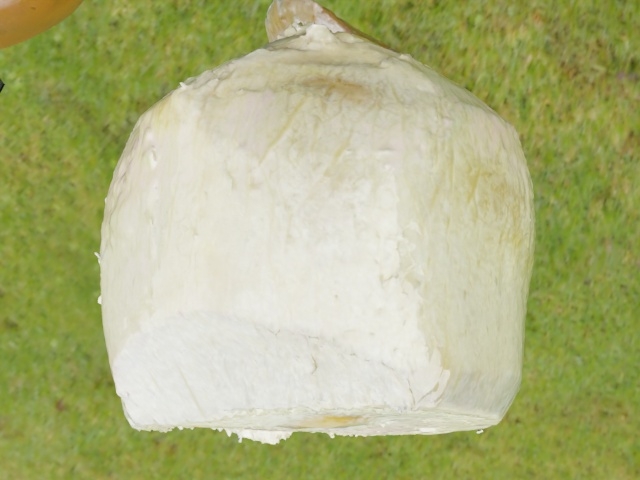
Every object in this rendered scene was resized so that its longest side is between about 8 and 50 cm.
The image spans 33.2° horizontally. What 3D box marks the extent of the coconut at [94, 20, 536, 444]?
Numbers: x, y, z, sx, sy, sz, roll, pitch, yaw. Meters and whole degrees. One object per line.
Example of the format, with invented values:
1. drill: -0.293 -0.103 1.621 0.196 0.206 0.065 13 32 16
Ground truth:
1. coconut: 0.000 0.000 0.706 0.297 0.254 0.297 -3 166 -1

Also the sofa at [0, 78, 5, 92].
1. sofa: -0.356 -0.104 0.968 0.085 0.147 0.060 1 140 22

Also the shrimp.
1. shrimp: 0.025 -0.221 1.282 0.168 0.077 0.317 52 164 -27

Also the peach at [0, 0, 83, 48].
1. peach: -0.362 -0.357 1.055 0.343 0.301 0.343 18 141 15
